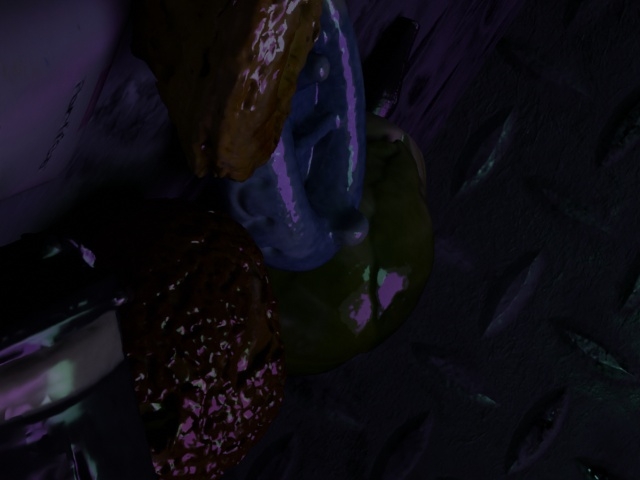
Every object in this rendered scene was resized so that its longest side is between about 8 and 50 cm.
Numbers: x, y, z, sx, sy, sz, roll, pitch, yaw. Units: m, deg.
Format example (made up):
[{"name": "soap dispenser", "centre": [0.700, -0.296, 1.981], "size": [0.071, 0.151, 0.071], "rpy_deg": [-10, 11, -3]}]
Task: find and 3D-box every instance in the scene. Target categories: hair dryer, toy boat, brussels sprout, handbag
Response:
[{"name": "hair dryer", "centre": [0.087, -0.236, 1.731], "size": [0.195, 0.075, 0.219], "rpy_deg": [-64, -178, -4]}, {"name": "toy boat", "centre": [-0.012, -0.105, 1.134], "size": [0.215, 0.123, 0.329], "rpy_deg": [-48, 146, -46]}, {"name": "brussels sprout", "centre": [0.005, 0.001, 1.415], "size": [0.354, 0.281, 0.289], "rpy_deg": [-62, 175, -25]}, {"name": "handbag", "centre": [-0.216, 0.093, 0.599], "size": [0.181, 0.254, 0.181], "rpy_deg": [-24, 110, -45]}]

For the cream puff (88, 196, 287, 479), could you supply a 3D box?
[{"name": "cream puff", "centre": [-0.136, 0.103, 1.047], "size": [0.303, 0.212, 0.303], "rpy_deg": [-173, -90, -87]}]

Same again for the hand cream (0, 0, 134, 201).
[{"name": "hand cream", "centre": [-0.190, -0.082, 0.637], "size": [0.185, 0.118, 0.358], "rpy_deg": [-66, 175, 17]}]

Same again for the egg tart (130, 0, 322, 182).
[{"name": "egg tart", "centre": [-0.056, -0.185, 0.788], "size": [0.294, 0.123, 0.294], "rpy_deg": [-164, -90, -89]}]
